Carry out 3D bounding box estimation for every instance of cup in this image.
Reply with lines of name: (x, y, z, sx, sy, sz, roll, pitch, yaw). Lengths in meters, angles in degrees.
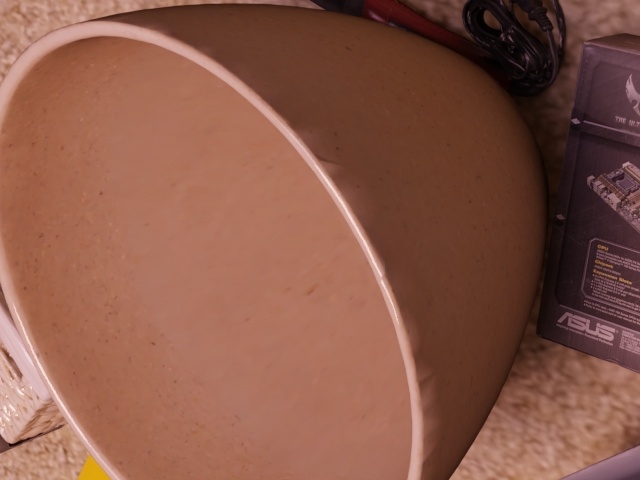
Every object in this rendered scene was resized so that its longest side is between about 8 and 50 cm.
cup: (0.000, 0.000, 0.827, 0.331, 0.237, 0.331, 24, 128, 35)

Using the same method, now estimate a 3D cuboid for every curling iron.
curling iron: (0.040, -0.159, 0.904, 0.274, 0.035, 0.068, 26, 112, 31)

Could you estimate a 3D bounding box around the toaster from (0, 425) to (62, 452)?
toaster: (-0.332, 0.126, 1.193, 0.186, 0.168, 0.110, 7, 107, 37)

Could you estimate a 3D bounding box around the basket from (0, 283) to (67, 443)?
basket: (-0.182, 0.067, 1.062, 0.113, 0.167, 0.103, 53, 134, 16)

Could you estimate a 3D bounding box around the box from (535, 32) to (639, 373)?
box: (0.240, -0.001, 0.770, 0.231, 0.056, 0.183, 19, 112, 34)

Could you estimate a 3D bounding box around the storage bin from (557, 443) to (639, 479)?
storage bin: (0.213, 0.169, 0.803, 0.135, 0.091, 0.098, -34, 57, 40)

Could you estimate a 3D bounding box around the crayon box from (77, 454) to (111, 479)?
crayon box: (-0.098, 0.354, 1.106, 0.313, 0.106, 0.363, 44, 126, 23)
